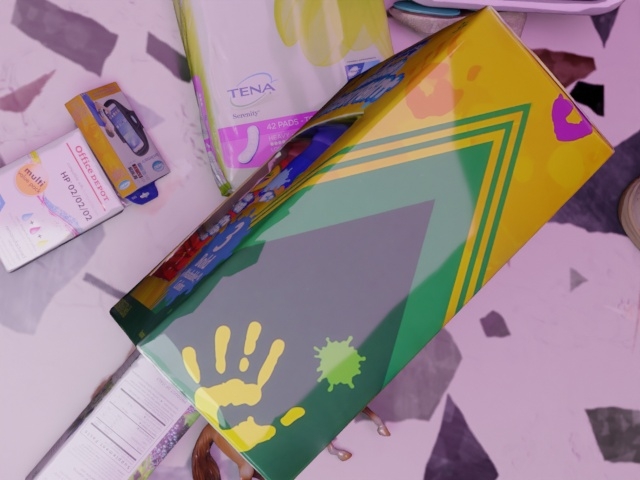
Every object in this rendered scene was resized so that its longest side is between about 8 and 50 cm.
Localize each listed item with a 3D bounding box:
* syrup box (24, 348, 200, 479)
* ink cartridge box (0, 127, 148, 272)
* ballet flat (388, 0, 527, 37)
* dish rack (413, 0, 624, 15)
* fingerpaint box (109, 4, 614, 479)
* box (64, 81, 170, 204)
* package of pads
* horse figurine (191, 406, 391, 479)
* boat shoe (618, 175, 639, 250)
[{"bbox_3d":[-0.212,0.207,1.346,0.096,0.093,0.237,40,82,-7],"label":"syrup box"},{"bbox_3d":[-0.287,-0.053,1.356,0.181,0.061,0.104,-30,94,-11],"label":"ink cartridge box"},{"bbox_3d":[0.163,-0.254,1.454,0.168,0.057,0.052,-2,117,-8],"label":"ballet flat"},{"bbox_3d":[0.228,-0.431,1.415,0.285,0.072,0.333,4,101,1],"label":"dish rack"},{"bbox_3d":[0.000,0.000,1.116,0.371,0.445,0.163,-44,99,-8],"label":"fingerpaint box"},{"bbox_3d":[-0.218,-0.105,1.362,0.028,0.081,0.136,-31,94,26],"label":"box"},{"bbox_3d":[-0.038,-0.208,1.389,0.229,0.101,0.297,-11,90,-12],"label":"package of pads"},{"bbox_3d":[-0.048,0.204,1.393,0.263,0.066,0.174,-35,100,-12],"label":"horse figurine"},{"bbox_3d":[0.503,0.051,1.477,0.341,0.110,0.122,40,82,-7],"label":"boat shoe"}]
